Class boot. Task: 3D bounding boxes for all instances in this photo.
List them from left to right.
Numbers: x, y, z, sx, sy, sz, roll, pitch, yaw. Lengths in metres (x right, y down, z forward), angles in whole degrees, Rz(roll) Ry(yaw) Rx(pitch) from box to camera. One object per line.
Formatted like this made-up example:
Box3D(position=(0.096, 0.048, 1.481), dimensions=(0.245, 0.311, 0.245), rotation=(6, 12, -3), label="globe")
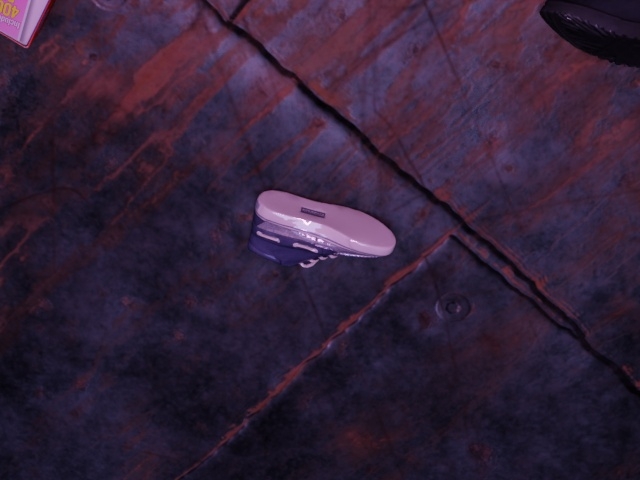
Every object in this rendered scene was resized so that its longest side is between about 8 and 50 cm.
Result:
Box3D(position=(0.000, 0.000, 1.547), dimensions=(0.190, 0.069, 0.086), rotation=(19, 128, 3), label="boot")
Box3D(position=(0.388, -0.297, 1.305), dimensions=(0.094, 0.246, 0.207), rotation=(37, 84, -39), label="boot")

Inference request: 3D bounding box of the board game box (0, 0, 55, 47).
Box3D(position=(-0.370, -0.413, 1.330), dimensions=(0.242, 0.064, 0.316), rotation=(29, 119, -12), label="board game box")
